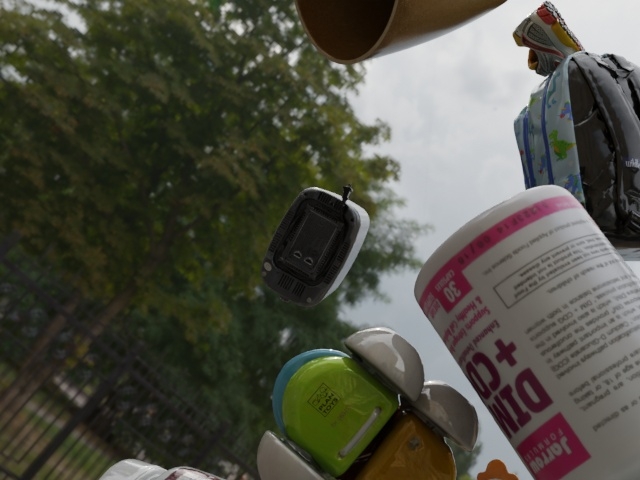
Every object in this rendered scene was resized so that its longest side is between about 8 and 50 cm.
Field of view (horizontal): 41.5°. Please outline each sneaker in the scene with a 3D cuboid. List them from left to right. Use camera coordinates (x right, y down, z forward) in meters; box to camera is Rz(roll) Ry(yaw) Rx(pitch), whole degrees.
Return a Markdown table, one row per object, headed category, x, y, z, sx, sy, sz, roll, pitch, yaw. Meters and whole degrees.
| category | x | y | z | sx | sy | sz | roll | pitch | yaw |
| --- | --- | --- | --- | --- | --- | --- | --- | --- | --- |
| sneaker | 0.418 | -0.330 | 1.505 | 0.225 | 0.093 | 0.088 | 37 | 33 | -37 |

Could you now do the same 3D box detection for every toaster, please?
| category | x | y | z | sx | sy | sz | roll | pitch | yaw |
| --- | --- | --- | --- | --- | --- | --- | --- | --- | --- |
| toaster | 0.000 | 0.000 | 1.438 | 0.129 | 0.227 | 0.146 | 28 | 8 | 11 |

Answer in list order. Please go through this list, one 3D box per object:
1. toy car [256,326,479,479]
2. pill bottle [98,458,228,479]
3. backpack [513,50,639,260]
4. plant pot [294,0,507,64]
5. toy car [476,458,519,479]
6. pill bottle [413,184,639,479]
| category | x | y | z | sx | sy | sz | roll | pitch | yaw |
| --- | --- | --- | --- | --- | --- | --- | --- | --- | --- |
| toy car | 0.030 | 0.161 | 0.720 | 0.182 | 0.159 | 0.136 | 44 | -8 | -24 |
| pill bottle | -0.173 | 0.493 | 1.336 | 0.392 | 0.224 | 0.224 | 11 | -26 | 24 |
| backpack | 0.462 | -0.141 | 1.396 | 0.290 | 0.355 | 0.273 | 2 | -13 | -20 |
| plant pot | 0.130 | -0.355 | 1.083 | 0.237 | 0.254 | 0.237 | 28 | -57 | 53 |
| toy car | 0.350 | 0.517 | 1.522 | 0.210 | 0.219 | 0.238 | -15 | -96 | 52 |
| pill bottle | 0.211 | 0.110 | 0.667 | 0.283 | 0.160 | 0.160 | 57 | -7 | 24 |
